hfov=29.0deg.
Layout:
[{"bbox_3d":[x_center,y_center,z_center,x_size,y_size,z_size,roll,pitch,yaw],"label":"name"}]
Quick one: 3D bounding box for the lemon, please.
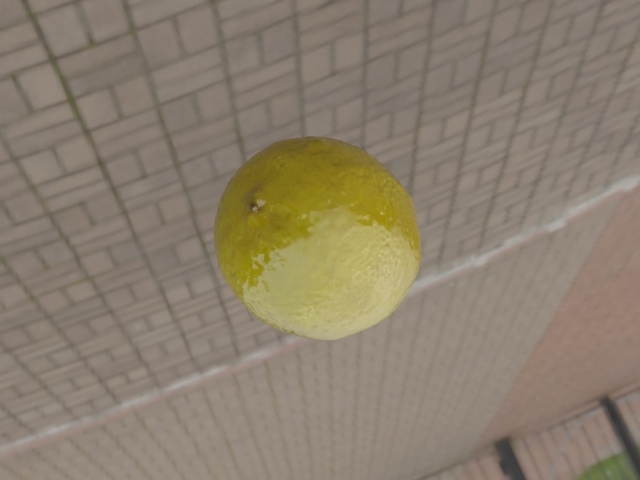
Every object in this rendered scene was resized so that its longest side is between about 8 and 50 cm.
[{"bbox_3d":[0.000,0.000,1.100,0.178,0.178,0.203,-31,143,21],"label":"lemon"}]
